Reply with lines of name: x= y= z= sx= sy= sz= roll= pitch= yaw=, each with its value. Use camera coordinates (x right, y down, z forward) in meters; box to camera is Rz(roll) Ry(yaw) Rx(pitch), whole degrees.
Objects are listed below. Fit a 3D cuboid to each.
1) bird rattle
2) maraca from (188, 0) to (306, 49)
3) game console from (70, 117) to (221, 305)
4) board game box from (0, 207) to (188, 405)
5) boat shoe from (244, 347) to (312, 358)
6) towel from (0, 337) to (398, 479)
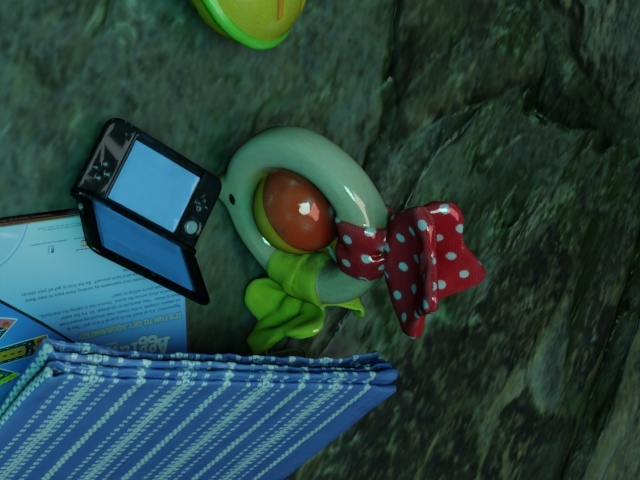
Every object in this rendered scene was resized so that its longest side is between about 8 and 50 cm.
bird rattle: x=0.000 y=0.000 z=0.789 sx=0.143 sy=0.253 sz=0.207 roll=-41 pitch=99 yaw=-29
maraca: x=-0.057 y=-0.241 z=0.769 sx=0.127 sy=0.099 sz=0.185 roll=37 pitch=51 yaw=-45
game console: x=-0.127 y=-0.023 z=0.742 sx=0.122 sy=0.071 sz=0.107 roll=32 pitch=79 yaw=-40
board game box: x=-0.232 y=0.053 z=0.736 sx=0.281 sy=0.027 sz=0.145 roll=-10 pitch=105 yaw=-38
boat shoe: x=-0.071 y=0.127 z=0.874 sx=0.153 sy=0.056 sz=0.048 roll=-17 pitch=116 yaw=-29
towel: x=-0.121 y=0.158 z=0.768 sx=0.336 sy=0.040 sz=0.243 roll=9 pitch=137 yaw=-41
